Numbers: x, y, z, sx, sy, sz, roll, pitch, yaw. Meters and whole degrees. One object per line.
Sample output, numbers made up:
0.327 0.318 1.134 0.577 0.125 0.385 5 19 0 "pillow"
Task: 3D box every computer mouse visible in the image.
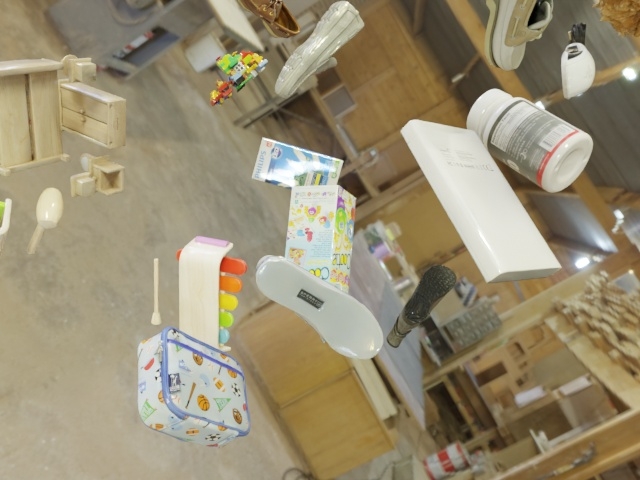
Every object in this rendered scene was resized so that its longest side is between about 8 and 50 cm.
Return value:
0.395 -0.263 0.943 0.193 0.042 0.106 -51 133 -53 "computer mouse"

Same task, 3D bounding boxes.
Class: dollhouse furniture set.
-0.586 -0.215 1.237 0.173 0.303 0.355 23 29 28 "dollhouse furniture set"

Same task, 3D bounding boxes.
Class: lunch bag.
-0.295 0.337 1.448 0.303 0.114 0.243 41 27 -44 "lunch bag"

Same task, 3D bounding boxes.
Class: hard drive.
0.318 -0.081 1.233 0.233 0.047 0.353 -1 56 -43 "hard drive"

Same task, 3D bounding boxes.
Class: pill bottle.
0.514 -0.257 1.557 0.283 0.161 0.161 45 -1 37 "pill bottle"

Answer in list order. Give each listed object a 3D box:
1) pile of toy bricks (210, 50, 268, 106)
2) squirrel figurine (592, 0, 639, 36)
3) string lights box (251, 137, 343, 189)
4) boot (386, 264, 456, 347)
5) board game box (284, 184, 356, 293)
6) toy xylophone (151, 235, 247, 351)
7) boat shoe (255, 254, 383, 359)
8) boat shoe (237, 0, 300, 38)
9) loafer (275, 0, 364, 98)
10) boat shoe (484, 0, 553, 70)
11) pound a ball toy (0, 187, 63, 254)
-0.256 -0.495 1.802 0.105 0.212 0.118 47 -20 -8 "pile of toy bricks"
0.524 -0.430 0.830 0.397 0.281 0.371 31 36 -75 "squirrel figurine"
-0.072 -0.223 1.946 0.259 0.134 0.077 15 9 -4 "string lights box"
0.269 0.179 1.716 0.083 0.246 0.161 40 -36 11 "boot"
0.000 0.000 1.712 0.142 0.144 0.276 27 67 -63 "board game box"
-0.323 0.143 1.623 0.236 0.323 0.081 17 19 17 "toy xylophone"
-0.008 0.154 1.529 0.367 0.136 0.156 33 5 -13 "boat shoe"
-0.099 -0.452 1.186 0.060 0.064 0.178 21 -8 37 "boat shoe"
-0.002 -0.519 1.744 0.111 0.319 0.112 37 9 -29 "loafer"
0.374 -0.416 1.161 0.103 0.113 0.302 22 -12 23 "boat shoe"
-0.629 0.033 1.165 0.208 0.319 0.136 14 41 -30 "pound a ball toy"
